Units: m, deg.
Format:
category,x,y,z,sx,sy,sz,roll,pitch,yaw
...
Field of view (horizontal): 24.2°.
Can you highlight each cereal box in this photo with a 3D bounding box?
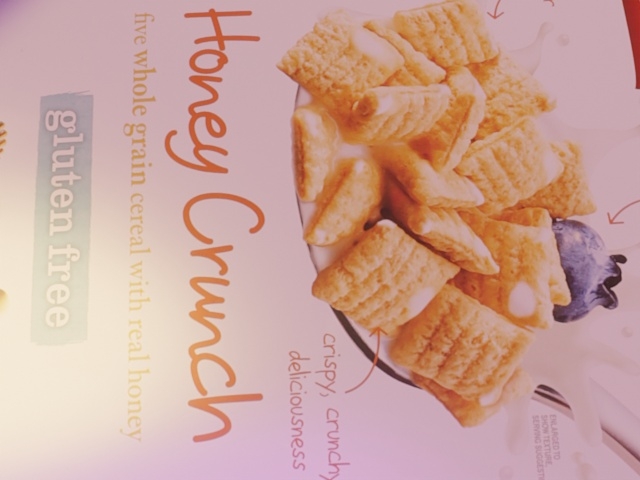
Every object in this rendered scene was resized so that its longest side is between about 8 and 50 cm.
category,x,y,z,sx,sy,sz,roll,pitch,yaw
cereal box,0.000,0.000,0.357,0.240,0.047,0.173,-4,65,2
